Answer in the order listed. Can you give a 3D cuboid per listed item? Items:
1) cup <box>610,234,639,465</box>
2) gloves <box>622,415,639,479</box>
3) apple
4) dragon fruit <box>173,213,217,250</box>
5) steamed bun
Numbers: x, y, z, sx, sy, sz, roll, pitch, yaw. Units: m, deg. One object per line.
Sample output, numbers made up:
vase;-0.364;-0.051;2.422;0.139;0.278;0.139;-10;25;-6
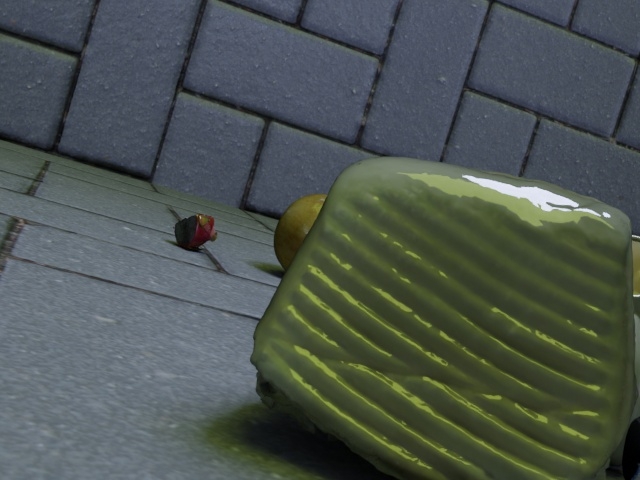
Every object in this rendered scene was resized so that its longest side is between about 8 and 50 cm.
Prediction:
cup;0.342;0.131;0.990;0.173;0.202;0.255;-6;25;-10
gloves;0.389;0.217;0.792;0.229;0.119;0.097;21;37;23
apple;0.000;0.000;1.659;0.155;0.183;0.182;24;6;20
dragon fruit;-0.225;-0.012;1.614;0.083;0.060;0.056;-19;-20;41
steamed bun;0.108;0.081;0.748;0.290;0.274;0.272;21;-11;5
